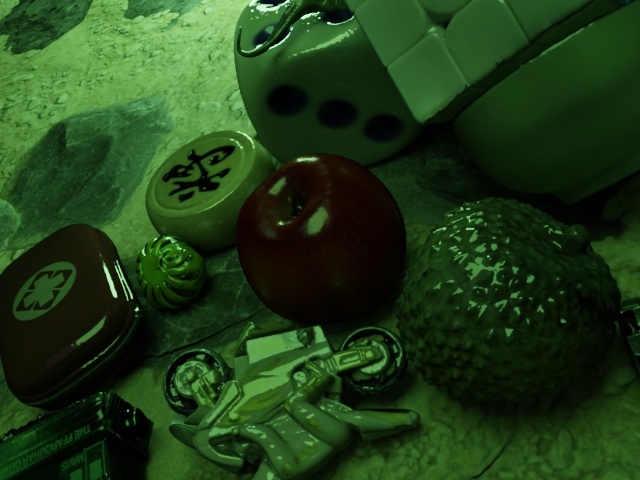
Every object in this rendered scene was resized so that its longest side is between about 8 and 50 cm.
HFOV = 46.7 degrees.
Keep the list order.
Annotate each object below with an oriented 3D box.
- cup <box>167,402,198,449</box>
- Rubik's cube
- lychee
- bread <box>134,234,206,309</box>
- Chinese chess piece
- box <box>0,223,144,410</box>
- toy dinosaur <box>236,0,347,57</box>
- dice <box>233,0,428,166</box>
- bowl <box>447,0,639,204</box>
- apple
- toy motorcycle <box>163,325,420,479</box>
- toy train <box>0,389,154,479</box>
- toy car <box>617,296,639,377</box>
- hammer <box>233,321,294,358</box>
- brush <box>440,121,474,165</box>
[{"bbox_3d":[-0.174,0.235,1.077,0.074,0.104,0.116,-15,39,40],"label":"cup"},{"bbox_3d":[0.237,-0.367,1.070,0.291,0.290,0.291,-33,-7,35],"label":"Rubik's cube"},{"bbox_3d":[0.224,0.079,0.905,0.274,0.255,0.255,-58,34,27],"label":"lychee"},{"bbox_3d":[-0.268,0.053,1.300,0.130,0.071,0.139,-42,63,19],"label":"bread"},{"bbox_3d":[-0.206,-0.094,1.405,0.257,0.104,0.257,-15,44,15],"label":"Chinese chess piece"},{"bbox_3d":[-0.461,0.122,1.335,0.263,0.108,0.404,-36,40,-5],"label":"box"},{"bbox_3d":[0.008,-0.423,1.222,0.147,0.076,0.363,0,47,54],"label":"toy dinosaur"},{"bbox_3d":[0.030,-0.324,1.364,0.304,0.277,0.304,-16,42,18],"label":"dice"},{"bbox_3d":[0.375,-0.170,1.035,0.354,0.354,0.185,-29,86,2],"label":"bowl"},{"bbox_3d":[0.000,0.000,1.117,0.260,0.216,0.260,-16,48,18],"label":"apple"},{"bbox_3d":[-0.042,0.228,0.983,0.340,0.108,0.223,-11,65,5],"label":"toy motorcycle"},{"bbox_3d":[-0.391,0.356,1.065,0.330,0.138,0.178,-28,47,5],"label":"toy train"},{"bbox_3d":[0.410,0.135,0.848,0.097,0.100,0.191,-17,24,15],"label":"toy car"},{"bbox_3d":[-0.085,0.142,1.095,0.060,0.028,0.195,-58,13,-23],"label":"hammer"},{"bbox_3d":[0.244,-0.184,1.299,0.051,0.014,0.164,-30,41,0],"label":"brush"}]
